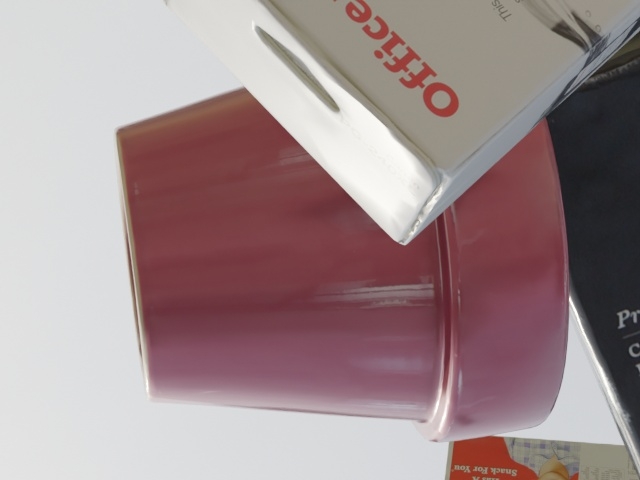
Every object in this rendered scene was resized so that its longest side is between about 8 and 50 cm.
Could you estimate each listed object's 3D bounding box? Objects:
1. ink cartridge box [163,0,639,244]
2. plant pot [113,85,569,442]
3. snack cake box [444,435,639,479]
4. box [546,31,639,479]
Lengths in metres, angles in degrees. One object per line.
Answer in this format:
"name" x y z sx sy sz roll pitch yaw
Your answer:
"ink cartridge box" 0.042 -0.089 0.440 0.150 0.109 0.063 -42 173 -20
"plant pot" 0.000 0.000 0.694 0.180 0.201 0.201 -6 -150 -8
"snack cake box" 0.276 0.319 1.743 0.264 0.089 0.152 3 -120 13
"box" 0.316 -0.019 1.111 0.297 0.471 0.480 -21 -159 8
